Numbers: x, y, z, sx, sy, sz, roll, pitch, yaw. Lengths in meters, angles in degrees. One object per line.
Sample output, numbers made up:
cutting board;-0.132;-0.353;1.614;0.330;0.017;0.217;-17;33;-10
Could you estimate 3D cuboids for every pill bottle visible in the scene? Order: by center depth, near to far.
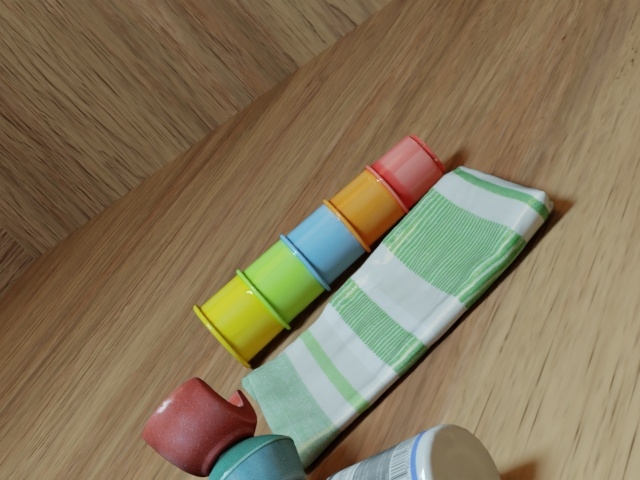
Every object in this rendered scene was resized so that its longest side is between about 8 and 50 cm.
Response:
pill bottle;0.045;0.179;0.797;0.137;0.078;0.078;-33;18;36

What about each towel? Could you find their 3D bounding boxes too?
towel;0.065;0.059;1.157;0.325;0.038;0.248;-44;16;-3

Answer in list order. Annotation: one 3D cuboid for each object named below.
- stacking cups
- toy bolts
stacking cups;0.000;0.000;1.365;0.316;0.096;0.096;-44;15;-2
toy bolts;-0.083;0.242;0.953;0.228;0.158;0.218;-51;-27;10
